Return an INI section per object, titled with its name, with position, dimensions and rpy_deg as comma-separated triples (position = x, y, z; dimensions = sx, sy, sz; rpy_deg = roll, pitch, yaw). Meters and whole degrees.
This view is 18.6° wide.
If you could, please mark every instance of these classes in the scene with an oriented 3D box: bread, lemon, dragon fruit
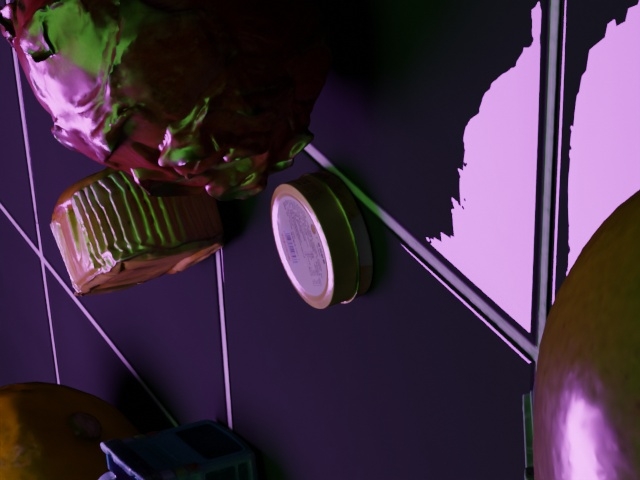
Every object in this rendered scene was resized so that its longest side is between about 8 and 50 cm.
[bread]
position = -0.166, -0.018, 1.738
dimensions = 0.190, 0.132, 0.114
rpy_deg = -39, 70, 63
[lemon]
position = -0.310, 0.319, 2.080
dimensions = 0.348, 0.348, 0.348
rpy_deg = 47, 147, 44
[dragon fruit]
position = -0.104, -0.148, 1.392
dimensions = 0.252, 0.241, 0.241
rpy_deg = -110, 16, -50

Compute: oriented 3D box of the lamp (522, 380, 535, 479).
[lamp]
position = 0.157, 0.253, 1.170
dimensions = 0.269, 0.047, 0.267
rpy_deg = -80, -18, -65

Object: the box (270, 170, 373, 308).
[box]
position = 0.000, 0.000, 1.500
dimensions = 0.105, 0.037, 0.106
rpy_deg = 48, 149, 43

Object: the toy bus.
[toy bus]
position = -0.123, 0.314, 1.873
dimensions = 0.128, 0.147, 0.256
rpy_deg = 27, 126, 60

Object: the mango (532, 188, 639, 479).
[mango]
position = 0.225, 0.157, 0.882
dimensions = 0.300, 0.232, 0.446
rpy_deg = 51, 157, 45
